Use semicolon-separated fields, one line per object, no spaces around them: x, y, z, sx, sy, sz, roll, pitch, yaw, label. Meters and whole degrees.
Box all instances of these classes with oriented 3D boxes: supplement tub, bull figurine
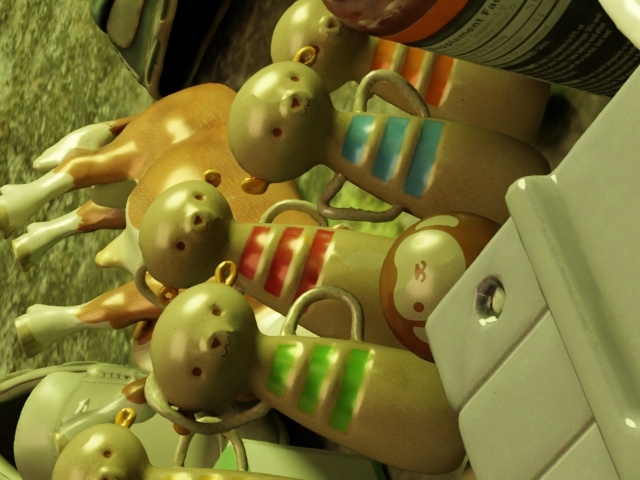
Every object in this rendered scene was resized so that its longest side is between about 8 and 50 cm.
0.068;-0.119;0.626;0.106;0.198;0.106;-27;57;54;supplement tub
-0.066;0.018;0.866;0.310;0.188;0.101;-117;11;-57;bull figurine

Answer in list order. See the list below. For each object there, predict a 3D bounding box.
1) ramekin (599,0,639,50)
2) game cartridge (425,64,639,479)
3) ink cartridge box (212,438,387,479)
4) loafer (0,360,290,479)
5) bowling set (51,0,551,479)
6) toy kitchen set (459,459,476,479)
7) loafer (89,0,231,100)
0.204;-0.163;0.471;0.277;0.135;0.277;-24;62;55;ramekin
0.152;-0.004;0.322;0.355;0.068;0.230;-55;34;37;game cartridge
-0.034;0.225;0.802;0.212;0.093;0.154;-57;37;32;ink cartridge box
-0.123;0.127;0.962;0.319;0.111;0.112;-7;75;59;loafer
0.000;0.000;0.642;0.200;0.154;0.287;107;-179;-73;bowling set
0.111;0.083;0.604;0.075;0.083;0.068;42;118;56;toy kitchen set
-0.059;-0.181;0.992;0.267;0.096;0.084;-47;63;53;loafer
